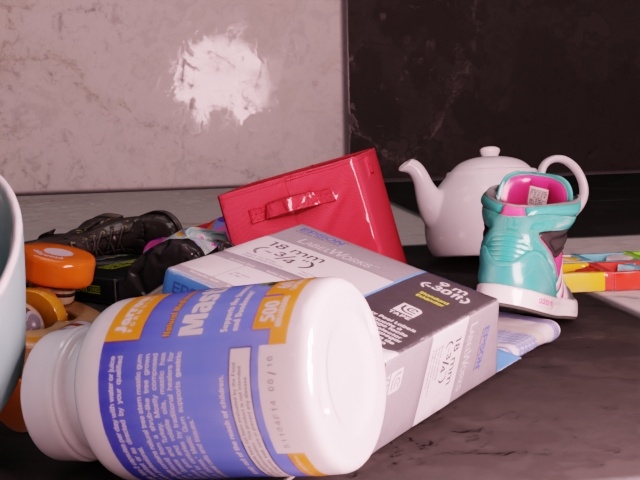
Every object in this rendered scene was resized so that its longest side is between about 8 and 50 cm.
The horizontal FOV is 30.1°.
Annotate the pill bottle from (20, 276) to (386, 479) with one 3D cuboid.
[{"bbox_3d":[-0.098,0.115,0.951,0.272,0.152,0.152,-7,5,24],"label":"pill bottle"}]

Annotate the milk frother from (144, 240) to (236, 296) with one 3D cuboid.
[{"bbox_3d":[-0.125,0.100,1.358,0.135,0.129,0.143,-34,32,17],"label":"milk frother"}]

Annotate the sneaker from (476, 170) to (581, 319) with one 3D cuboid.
[{"bbox_3d":[0.268,0.004,1.504,0.124,0.178,0.295,8,-2,20],"label":"sneaker"}]

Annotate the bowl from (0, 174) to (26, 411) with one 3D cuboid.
[{"bbox_3d":[-0.372,0.082,0.990,0.312,0.163,0.311,-8,45,8],"label":"bowl"}]

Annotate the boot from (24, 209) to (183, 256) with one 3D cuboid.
[{"bbox_3d":[-0.398,0.013,2.101,0.263,0.091,0.229,0,13,36],"label":"boot"}]

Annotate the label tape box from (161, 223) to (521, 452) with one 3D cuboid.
[{"bbox_3d":[0.036,0.074,1.171,0.241,0.105,0.334,21,22,28],"label":"label tape box"}]

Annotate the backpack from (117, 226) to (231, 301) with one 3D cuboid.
[{"bbox_3d":[-0.159,0.050,1.522,0.152,0.115,0.182,-31,-14,23],"label":"backpack"}]

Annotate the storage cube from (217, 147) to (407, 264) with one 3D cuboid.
[{"bbox_3d":[0.000,0.000,1.532,0.184,0.193,0.215,-15,4,12],"label":"storage cube"}]

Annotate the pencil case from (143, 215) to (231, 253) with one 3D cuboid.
[{"bbox_3d":[-0.141,0.013,1.729,0.236,0.104,0.104,-19,0,24],"label":"pencil case"}]

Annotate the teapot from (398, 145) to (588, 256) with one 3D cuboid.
[{"bbox_3d":[0.299,-0.067,2.023,0.253,0.187,0.256,-2,-2,29],"label":"teapot"}]

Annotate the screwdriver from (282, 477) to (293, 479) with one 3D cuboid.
[{"bbox_3d":[-0.031,0.194,0.924,0.025,0.024,0.170,33,13,18],"label":"screwdriver"}]

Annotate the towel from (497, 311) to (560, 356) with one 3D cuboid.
[{"bbox_3d":[0.128,0.121,1.360,0.209,0.034,0.285,6,13,33],"label":"towel"}]

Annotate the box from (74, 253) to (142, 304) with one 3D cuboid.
[{"bbox_3d":[-0.312,0.057,1.848,0.184,0.045,0.191,2,9,39],"label":"box"}]

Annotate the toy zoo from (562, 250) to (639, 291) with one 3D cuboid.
[{"bbox_3d":[0.424,0.047,1.848,0.293,0.030,0.192,-2,8,-5],"label":"toy zoo"}]

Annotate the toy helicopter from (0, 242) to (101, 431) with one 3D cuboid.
[{"bbox_3d":[-0.257,0.113,1.158,0.355,0.140,0.235,21,14,38],"label":"toy helicopter"}]

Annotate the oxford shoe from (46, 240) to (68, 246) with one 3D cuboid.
[{"bbox_3d":[-0.417,0.075,1.696,0.076,0.076,0.212,41,25,-1],"label":"oxford shoe"}]
